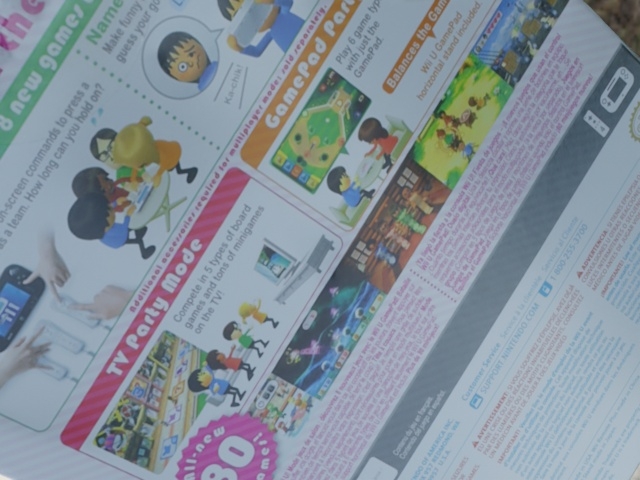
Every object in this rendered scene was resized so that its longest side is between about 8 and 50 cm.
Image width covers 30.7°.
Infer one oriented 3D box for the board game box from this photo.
[{"bbox_3d":[0.000,0.000,0.406,0.303,0.224,0.097,35,176,-33],"label":"board game box"}]
